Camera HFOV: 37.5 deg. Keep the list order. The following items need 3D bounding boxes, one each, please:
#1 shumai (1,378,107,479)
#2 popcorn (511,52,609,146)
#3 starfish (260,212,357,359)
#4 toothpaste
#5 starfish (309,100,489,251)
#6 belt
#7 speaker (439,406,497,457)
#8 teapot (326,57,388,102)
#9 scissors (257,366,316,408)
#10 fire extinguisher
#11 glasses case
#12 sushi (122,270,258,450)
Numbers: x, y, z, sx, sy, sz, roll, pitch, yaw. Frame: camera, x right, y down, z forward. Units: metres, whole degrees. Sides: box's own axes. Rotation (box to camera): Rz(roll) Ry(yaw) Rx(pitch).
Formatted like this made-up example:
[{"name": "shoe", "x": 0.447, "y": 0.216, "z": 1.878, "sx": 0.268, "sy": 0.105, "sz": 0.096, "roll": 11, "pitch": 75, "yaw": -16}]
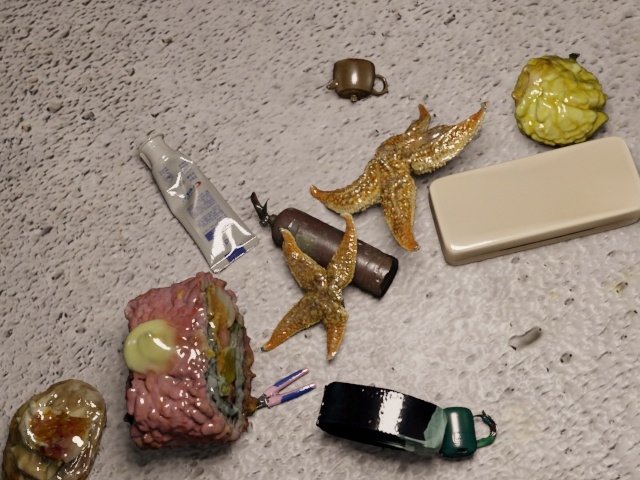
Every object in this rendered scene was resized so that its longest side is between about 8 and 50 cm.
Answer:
[{"name": "shumai", "x": -0.430, "y": 0.311, "z": 1.487, "sx": 0.161, "sy": 0.153, "sz": 0.209, "roll": 33, "pitch": 74, "yaw": 9}, {"name": "popcorn", "x": 0.402, "y": -0.239, "z": 1.591, "sx": 0.173, "sy": 0.142, "sz": 0.174, "roll": -4, "pitch": 41, "yaw": 3}, {"name": "starfish", "x": -0.012, "y": 0.070, "z": 1.537, "sx": 0.138, "sy": 0.050, "sz": 0.248, "roll": 10, "pitch": 94, "yaw": 17}, {"name": "toothpaste", "x": -0.222, "y": -0.071, "z": 1.650, "sx": 0.096, "sy": 0.061, "sz": 0.266, "roll": -37, "pitch": 78, "yaw": -8}, {"name": "starfish", "x": 0.160, "y": -0.135, "z": 1.552, "sx": 0.293, "sy": 0.084, "sz": 0.301, "roll": -43, "pitch": 31, "yaw": -11}, {"name": "belt", "x": 0.095, "y": 0.275, "z": 1.435, "sx": 0.198, "sy": 0.151, "sz": 0.078, "roll": 5, "pitch": 67, "yaw": 25}, {"name": "speaker", "x": 0.225, "y": 0.298, "z": 1.470, "sx": 0.094, "sy": 0.060, "sz": 0.075, "roll": 7, "pitch": 67, "yaw": -29}, {"name": "teapot", "x": 0.066, "y": -0.278, "z": 1.677, "sx": 0.121, "sy": 0.076, "sz": 0.068, "roll": 5, "pitch": 80, "yaw": -23}, {"name": "scissors", "x": -0.063, "y": 0.247, "z": 1.535, "sx": 0.113, "sy": 0.012, "sz": 0.039, "roll": -27, "pitch": 70, "yaw": -3}, {"name": "fire extinguisher", "x": 0.000, "y": 0.000, "z": 1.574, "sx": 0.267, "sy": 0.089, "sz": 0.072, "roll": 27, "pitch": 62, "yaw": 14}, {"name": "glasses case", "x": 0.355, "y": -0.065, "z": 1.564, "sx": 0.336, "sy": 0.076, "sz": 0.144, "roll": -13, "pitch": 69, "yaw": 2}, {"name": "sushi", "x": -0.215, "y": 0.186, "z": 1.462, "sx": 0.170, "sy": 0.236, "sz": 0.270, "roll": -9, "pitch": 69, "yaw": 16}]
